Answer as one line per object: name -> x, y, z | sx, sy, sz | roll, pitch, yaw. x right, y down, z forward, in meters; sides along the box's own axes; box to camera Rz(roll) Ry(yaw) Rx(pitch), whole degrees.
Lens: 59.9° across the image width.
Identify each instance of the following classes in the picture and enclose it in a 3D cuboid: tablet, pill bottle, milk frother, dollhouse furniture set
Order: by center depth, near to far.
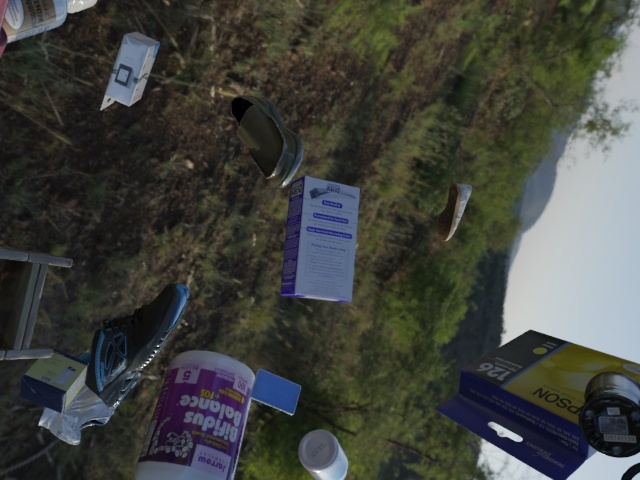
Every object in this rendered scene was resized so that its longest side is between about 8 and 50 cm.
dollhouse furniture set -> -0.431, 0.064, 0.696 | 0.129, 0.184, 0.129 | 19, 81, -61
milk frother -> 0.426, 0.272, 0.771 | 0.135, 0.129, 0.143 | -3, 103, -60
pill bottle -> -0.497, -0.407, 0.916 | 0.229, 0.131, 0.131 | -39, 152, -35
tablet -> -0.076, 0.257, 0.946 | 0.006, 0.083, 0.054 | -50, -162, 51
pill bottle -> -0.225, 0.364, 0.983 | 0.169, 0.169, 0.301 | 93, 5, -54
pill bottle -> 0.011, 0.476, 1.207 | 0.087, 0.087, 0.160 | -58, 150, -27

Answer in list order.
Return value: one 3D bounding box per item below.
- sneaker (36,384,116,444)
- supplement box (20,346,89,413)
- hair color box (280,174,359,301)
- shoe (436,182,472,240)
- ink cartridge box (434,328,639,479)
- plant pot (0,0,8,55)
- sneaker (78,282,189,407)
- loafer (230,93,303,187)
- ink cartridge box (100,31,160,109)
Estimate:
sneaker -> -0.560, 0.395, 1.415 | 0.297, 0.129, 0.111 | -43, 172, -43
supplement box -> -0.487, 0.256, 1.023 | 0.083, 0.083, 0.056 | -69, -178, -58
hair color box -> 0.000, 0.000, 1.606 | 0.110, 0.185, 0.338 | -10, -108, 61
shoe -> 0.423, -0.087, 1.753 | 0.058, 0.076, 0.219 | -11, 135, -22
ink cartridge box -> 0.433, 0.294, 1.082 | 0.307, 0.304, 0.072 | -20, 109, -28
plant pot -> -0.456, -0.325, 0.656 | 0.180, 0.201, 0.201 | -49, 170, 17
sneaker -> -0.405, 0.207, 1.173 | 0.341, 0.140, 0.125 | -50, -175, 16
loafer -> -0.108, -0.183, 0.992 | 0.087, 0.251, 0.094 | 15, 119, -35
ink cartridge box -> -0.433, -0.375, 1.268 | 0.180, 0.060, 0.104 | -62, -167, 21
